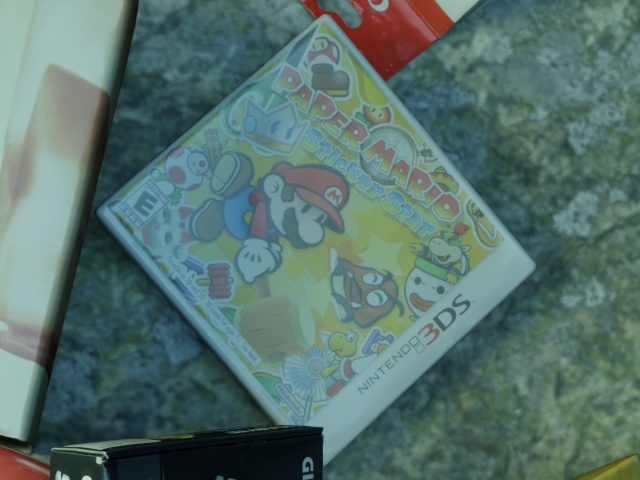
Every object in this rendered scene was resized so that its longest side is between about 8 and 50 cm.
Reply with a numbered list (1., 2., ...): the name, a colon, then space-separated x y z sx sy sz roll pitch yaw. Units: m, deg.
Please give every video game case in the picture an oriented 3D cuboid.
1. video game case: 0.000 0.000 1.195 0.206 0.026 0.227 -42 96 -12

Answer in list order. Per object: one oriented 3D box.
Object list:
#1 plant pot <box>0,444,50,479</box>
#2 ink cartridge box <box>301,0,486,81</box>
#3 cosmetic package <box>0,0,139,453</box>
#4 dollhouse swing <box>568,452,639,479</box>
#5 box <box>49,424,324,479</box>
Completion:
1. plant pot: -0.203 0.218 1.068 0.191 0.191 0.174 24 71 -3
2. ink cartridge box: 0.062 -0.217 1.250 0.179 0.045 0.145 -39 87 -15
3. cosmetic package: -0.208 -0.026 1.126 0.129 0.153 0.296 14 80 -6
4. dollhouse swing: 0.201 0.324 1.165 0.315 0.305 0.347 -29 84 30
5. box: -0.073 0.221 1.032 0.175 0.051 0.220 1 89 -46
